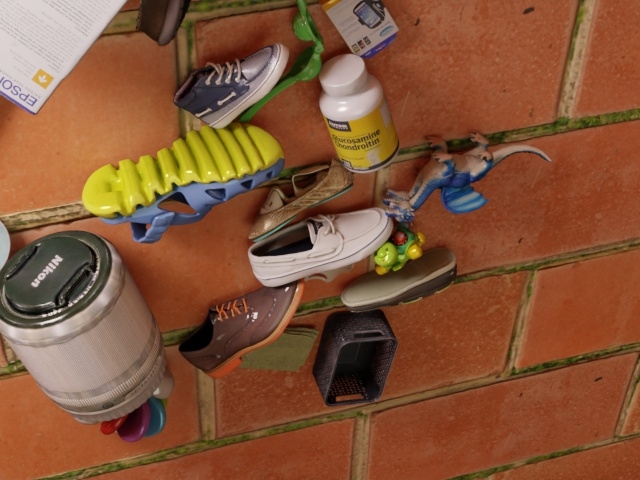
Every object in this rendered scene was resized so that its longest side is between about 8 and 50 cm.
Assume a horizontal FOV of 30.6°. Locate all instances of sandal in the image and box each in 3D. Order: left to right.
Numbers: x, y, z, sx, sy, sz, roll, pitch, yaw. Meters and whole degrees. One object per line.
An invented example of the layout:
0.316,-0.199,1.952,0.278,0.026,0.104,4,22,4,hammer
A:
-0.206,-0.085,1.845,0.317,0.126,0.138,-16,139,3,sandal

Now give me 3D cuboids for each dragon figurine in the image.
0.244,-0.106,2.032,0.289,0.085,0.144,-8,133,-16,dragon figurine

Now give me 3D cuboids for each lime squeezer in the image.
-0.045,-0.306,1.763,0.110,0.059,0.310,17,129,5,lime squeezer

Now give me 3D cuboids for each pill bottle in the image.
0.057,-0.201,1.852,0.103,0.103,0.184,-24,135,-1,pill bottle

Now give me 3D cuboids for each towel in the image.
-0.083,0.203,2.217,0.148,0.027,0.110,4,129,-27,towel

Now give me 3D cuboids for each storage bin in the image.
0.065,0.227,2.262,0.122,0.084,0.180,-3,130,-20,storage bin

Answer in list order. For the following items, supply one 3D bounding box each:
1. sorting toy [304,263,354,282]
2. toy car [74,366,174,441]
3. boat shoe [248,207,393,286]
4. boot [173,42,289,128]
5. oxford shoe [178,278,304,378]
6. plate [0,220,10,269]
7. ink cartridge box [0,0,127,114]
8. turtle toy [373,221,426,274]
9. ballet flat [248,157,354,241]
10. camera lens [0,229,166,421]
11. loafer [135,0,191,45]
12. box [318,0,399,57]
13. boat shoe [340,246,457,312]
0.005,0.050,2.107,0.083,0.045,0.075,4,136,-26,sorting toy
-0.351,0.298,2.111,0.182,0.136,0.159,26,116,-38,toy car
0.000,0.000,2.019,0.258,0.095,0.084,-25,139,-1,boat shoe
-0.135,-0.239,1.743,0.086,0.069,0.190,25,131,-34,boot
-0.140,0.143,2.093,0.271,0.097,0.098,-44,126,18,oxford shoe
-0.581,0.008,1.828,0.188,0.024,0.188,-12,133,-13,plate
-0.398,-0.368,1.457,0.324,0.071,0.330,35,121,-20,ink cartridge box
0.129,0.013,2.076,0.095,0.130,0.066,-27,108,24,turtle toy
-0.044,-0.074,1.965,0.206,0.073,0.067,-31,108,2,ballet flat
-0.386,0.136,1.889,0.219,0.219,0.274,-23,135,-2,camera lens
-0.226,-0.434,1.524,0.130,0.134,0.366,6,121,2,loafer
0.062,-0.339,1.784,0.081,0.028,0.136,-32,137,7,box
0.150,0.088,2.172,0.227,0.081,0.069,-21,131,-8,boat shoe
